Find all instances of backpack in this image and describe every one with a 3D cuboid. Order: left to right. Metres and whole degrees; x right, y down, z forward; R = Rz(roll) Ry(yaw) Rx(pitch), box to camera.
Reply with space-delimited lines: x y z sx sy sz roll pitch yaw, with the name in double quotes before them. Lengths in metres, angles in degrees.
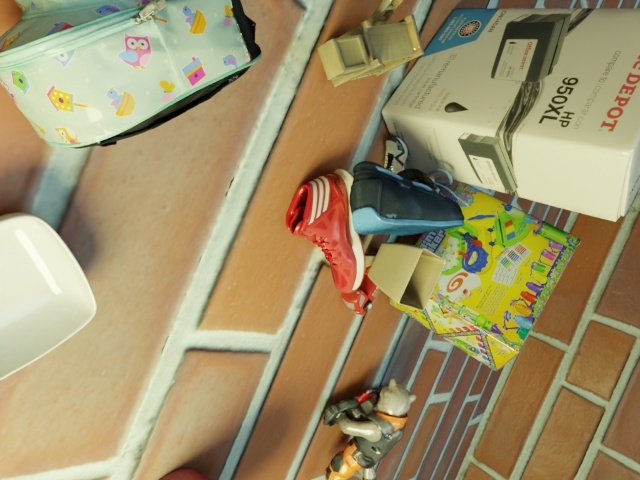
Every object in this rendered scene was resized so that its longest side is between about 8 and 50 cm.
"backpack" -0.168 -0.164 0.359 0.188 0.165 0.144 -50 138 -24

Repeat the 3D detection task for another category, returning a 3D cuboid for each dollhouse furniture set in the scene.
"dollhouse furniture set" 0.032 -0.309 0.608 0.182 0.101 0.161 -28 104 -37

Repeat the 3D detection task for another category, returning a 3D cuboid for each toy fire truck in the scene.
"toy fire truck" 0.098 0.043 0.874 0.192 0.047 0.135 -55 140 -13

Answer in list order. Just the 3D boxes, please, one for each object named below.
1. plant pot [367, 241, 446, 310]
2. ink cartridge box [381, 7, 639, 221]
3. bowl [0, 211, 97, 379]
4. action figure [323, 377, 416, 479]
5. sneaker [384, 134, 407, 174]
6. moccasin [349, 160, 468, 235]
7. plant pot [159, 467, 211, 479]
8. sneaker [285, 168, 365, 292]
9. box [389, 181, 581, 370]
"plant pot" 0.158 0.060 0.834 0.109 0.096 0.109 23 92 -49
"ink cartridge box" 0.355 -0.238 0.747 0.285 0.394 0.166 -55 141 -14
"bowl" -0.302 0.049 0.404 0.142 0.053 0.142 -36 133 -32
"action figure" 0.139 0.476 1.051 0.341 0.178 0.330 3 116 -48
"sneaker" 0.140 -0.148 0.830 0.043 0.040 0.109 -42 136 -25
"moccasin" 0.169 -0.074 0.755 0.342 0.137 0.117 2 78 -59
"plant pot" -0.185 0.454 0.648 0.201 0.180 0.201 -26 128 -40
"sneaker" 0.000 0.000 0.726 0.128 0.087 0.221 -20 111 -33
"box" 0.349 0.073 0.968 0.290 0.279 0.177 -51 158 -18
